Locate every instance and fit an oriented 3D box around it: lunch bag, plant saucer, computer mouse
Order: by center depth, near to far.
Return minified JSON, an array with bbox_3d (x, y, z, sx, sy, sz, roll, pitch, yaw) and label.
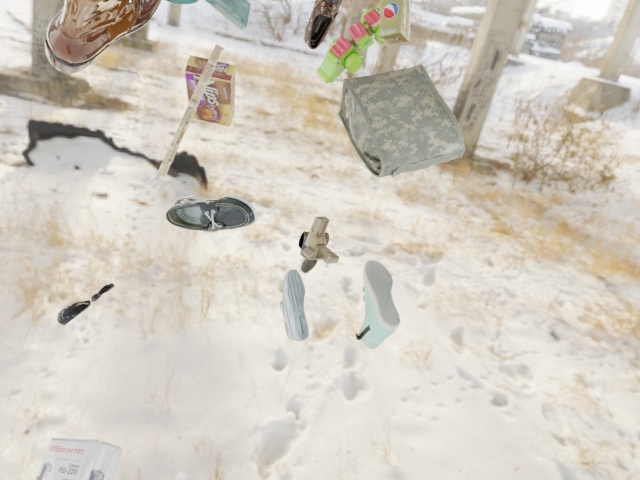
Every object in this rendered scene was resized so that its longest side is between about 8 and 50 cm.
[{"bbox_3d":[-0.192,-0.510,1.165,0.018,0.067,0.192,13,6,14],"label":"plant saucer"},{"bbox_3d":[0.206,-0.289,1.414,0.235,0.169,0.287,-15,61,-13],"label":"lunch bag"},{"bbox_3d":[-0.669,0.170,1.564,0.041,0.071,0.242,53,18,-9],"label":"computer mouse"}]

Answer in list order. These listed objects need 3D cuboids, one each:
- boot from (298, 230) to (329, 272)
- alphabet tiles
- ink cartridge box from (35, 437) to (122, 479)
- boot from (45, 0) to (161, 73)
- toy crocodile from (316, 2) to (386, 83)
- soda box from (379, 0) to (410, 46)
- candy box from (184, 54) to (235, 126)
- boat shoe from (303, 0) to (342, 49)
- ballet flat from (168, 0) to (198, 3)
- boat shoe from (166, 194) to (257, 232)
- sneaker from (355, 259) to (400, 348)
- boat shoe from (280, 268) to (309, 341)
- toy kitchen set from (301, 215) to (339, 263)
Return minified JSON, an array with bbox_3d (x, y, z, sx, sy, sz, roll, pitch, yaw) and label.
[{"bbox_3d":[-0.058,0.041,2.193,0.106,0.219,0.082,11,37,-27],"label":"boot"},{"bbox_3d":[-0.269,-0.259,1.124,0.021,0.284,0.278,24,47,-17],"label":"alphabet tiles"},{"bbox_3d":[-0.537,0.542,1.170,0.158,0.092,0.218,-11,52,31],"label":"ink cartridge box"},{"bbox_3d":[-0.265,-0.365,0.737,0.264,0.096,0.280,-51,21,-24],"label":"boot"},{"bbox_3d":[0.120,-0.642,1.741,0.115,0.340,0.105,57,16,25],"label":"toy crocodile"},{"bbox_3d":[0.185,-0.579,1.351,0.058,0.182,0.061,-1,-7,32],"label":"soda box"},{"bbox_3d":[-0.265,-0.359,1.332,0.109,0.053,0.187,12,-22,-5],"label":"candy box"},{"bbox_3d":[0.014,-0.621,1.490,0.073,0.207,0.073,11,39,-18],"label":"boat shoe"},{"bbox_3d":[-0.390,-0.623,1.324,0.203,0.074,0.074,6,23,-11],"label":"ballet flat"},{"bbox_3d":[-0.323,-0.070,1.608,0.302,0.114,0.091,0,28,34],"label":"boat shoe"},{"bbox_3d":[0.143,0.183,1.563,0.094,0.151,0.256,14,42,-19],"label":"sneaker"},{"bbox_3d":[-0.096,0.206,1.719,0.075,0.227,0.083,-12,-9,42],"label":"boat shoe"},{"bbox_3d":[0.000,0.000,1.193,0.068,0.075,0.083,-2,32,-45],"label":"toy kitchen set"}]
